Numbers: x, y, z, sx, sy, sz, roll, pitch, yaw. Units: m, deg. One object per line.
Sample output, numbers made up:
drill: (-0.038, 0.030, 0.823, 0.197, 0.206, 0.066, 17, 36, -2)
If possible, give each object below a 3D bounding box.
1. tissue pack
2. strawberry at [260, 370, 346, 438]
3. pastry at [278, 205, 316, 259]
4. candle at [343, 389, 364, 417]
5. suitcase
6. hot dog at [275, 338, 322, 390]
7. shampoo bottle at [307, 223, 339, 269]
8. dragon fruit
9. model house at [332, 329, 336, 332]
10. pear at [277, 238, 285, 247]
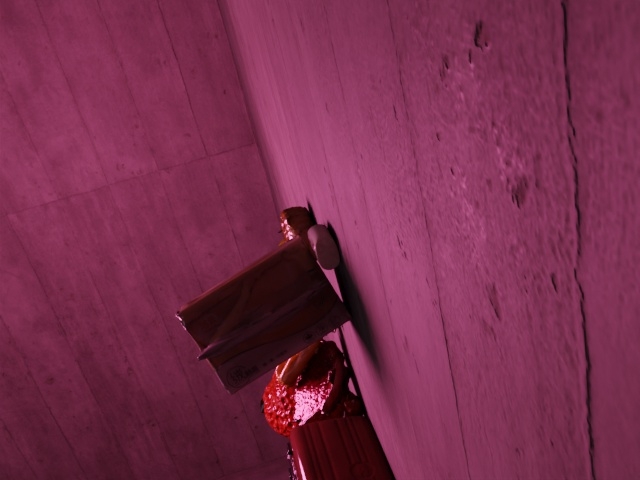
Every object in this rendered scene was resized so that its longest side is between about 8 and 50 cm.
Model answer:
tissue pack: (-0.114, 0.156, 1.390, 0.238, 0.305, 0.238, 59, 176, 6)
strawberry: (-0.038, 0.518, 2.233, 0.310, 0.291, 0.292, -29, 78, 68)
pastry: (-0.047, -0.010, 1.622, 0.153, 0.081, 0.153, 168, 90, -76)
candle: (0.099, 0.510, 1.850, 0.084, 0.059, 0.302, -88, -10, -49)
suitcase: (0.050, 0.571, 1.631, 0.297, 0.236, 0.161, -118, 24, -66)
hot dog: (-0.045, 0.285, 1.817, 0.269, 0.072, 0.109, -63, 17, 12)
shampoo bottle: (0.000, 0.000, 1.339, 0.152, 0.045, 0.077, -115, 8, -68)
dragon fruit: (0.025, 0.384, 1.838, 0.126, 0.161, 0.274, 27, -127, -32)
model house: (0.021, 0.184, 1.715, 0.083, 0.057, 0.058, -79, 6, -58)
pear: (-0.079, 0.041, 2.011, 0.131, 0.107, 0.107, 136, 117, -84)
